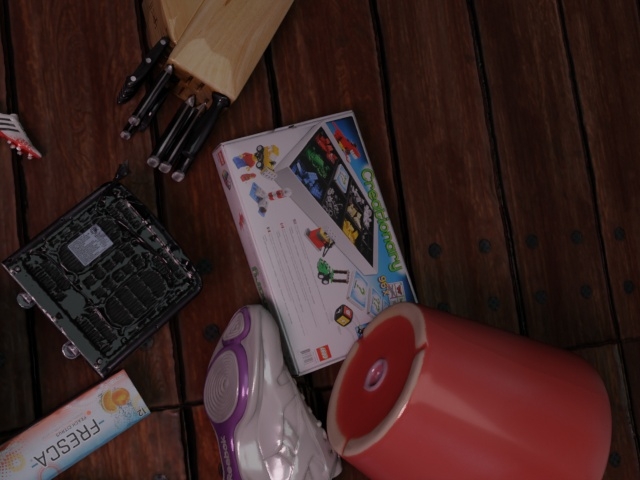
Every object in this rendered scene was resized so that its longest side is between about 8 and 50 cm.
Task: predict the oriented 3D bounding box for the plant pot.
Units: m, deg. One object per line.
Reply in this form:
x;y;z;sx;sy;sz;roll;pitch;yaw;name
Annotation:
0.159;0.209;1.014;0.243;0.275;0.275;29;71;-18;plant pot

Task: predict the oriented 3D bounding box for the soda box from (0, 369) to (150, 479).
-0.284;0.216;0.947;0.183;0.058;0.063;-32;93;-23;soda box

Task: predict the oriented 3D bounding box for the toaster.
-0.241;0.037;0.968;0.186;0.110;0.168;-43;99;-23;toaster

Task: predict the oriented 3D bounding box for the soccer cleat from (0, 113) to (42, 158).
-0.356;-0.127;0.995;0.083;0.029;0.035;36;73;-8;soccer cleat

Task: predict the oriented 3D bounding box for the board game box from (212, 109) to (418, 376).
0.000;0.000;1.106;0.193;0.053;0.305;-17;88;-24;board game box

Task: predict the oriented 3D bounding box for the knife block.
-0.125;-0.211;1.074;0.276;0.088;0.242;-15;87;-24;knife block

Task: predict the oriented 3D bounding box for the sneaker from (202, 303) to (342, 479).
-0.055;0.228;1.028;0.152;0.114;0.305;-2;85;-37;sneaker
